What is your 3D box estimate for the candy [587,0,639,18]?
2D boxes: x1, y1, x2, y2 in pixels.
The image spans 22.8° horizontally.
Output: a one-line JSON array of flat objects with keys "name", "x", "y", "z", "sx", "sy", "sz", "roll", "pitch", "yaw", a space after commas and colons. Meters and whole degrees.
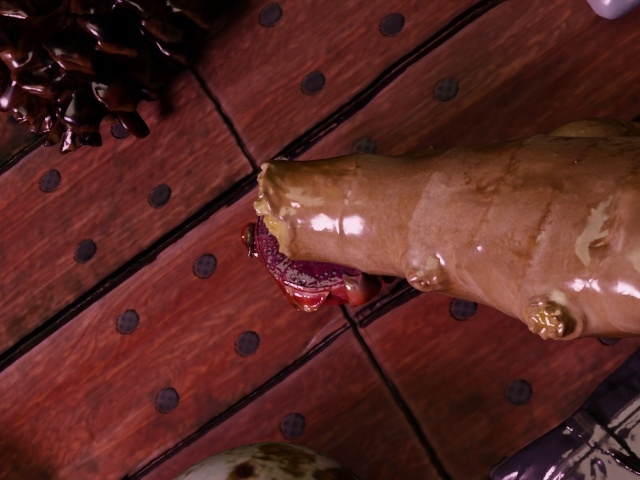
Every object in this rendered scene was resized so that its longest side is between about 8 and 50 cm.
[{"name": "candy", "x": 0.235, "y": -0.272, "z": 1.250, "sx": 0.138, "sy": 0.071, "sz": 0.174, "roll": -36, "pitch": 61, "yaw": 9}]

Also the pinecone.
[{"name": "pinecone", "x": -0.197, "y": -0.212, "z": 1.346, "sx": 0.224, "sy": 0.224, "sz": 0.272, "roll": 33, "pitch": 100, "yaw": 30}]

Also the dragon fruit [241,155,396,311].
[{"name": "dragon fruit", "x": 0.001, "y": 0.005, "z": 1.265, "sx": 0.126, "sy": 0.068, "sz": 0.112, "roll": 27, "pitch": 78, "yaw": 19}]

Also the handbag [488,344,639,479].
[{"name": "handbag", "x": 0.268, "y": 0.152, "z": 1.078, "sx": 0.254, "sy": 0.089, "sz": 0.211, "roll": -44, "pitch": 66, "yaw": 4}]

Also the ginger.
[{"name": "ginger", "x": 0.142, "y": -0.041, "z": 1.133, "sx": 0.375, "sy": 0.166, "sz": 0.236, "roll": 25, "pitch": 63, "yaw": 28}]

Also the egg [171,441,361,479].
[{"name": "egg", "x": -0.061, "y": 0.240, "z": 1.150, "sx": 0.231, "sy": 0.169, "sz": 0.169, "roll": -27, "pitch": 63, "yaw": 17}]
